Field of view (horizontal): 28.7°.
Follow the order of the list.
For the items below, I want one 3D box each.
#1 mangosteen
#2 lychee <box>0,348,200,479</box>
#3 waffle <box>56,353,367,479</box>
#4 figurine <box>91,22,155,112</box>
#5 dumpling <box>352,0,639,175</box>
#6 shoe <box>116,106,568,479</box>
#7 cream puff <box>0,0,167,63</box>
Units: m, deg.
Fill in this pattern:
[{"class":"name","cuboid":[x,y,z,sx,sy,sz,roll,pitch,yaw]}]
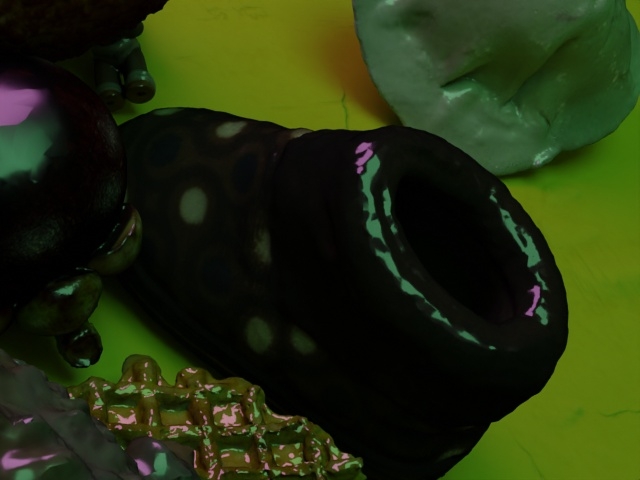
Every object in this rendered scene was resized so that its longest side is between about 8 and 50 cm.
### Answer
[{"class":"mangosteen","cuboid":[-0.214,-0.017,0.876,0.230,0.194,0.194,59,39,-19]},{"class":"lychee","cuboid":[-0.203,0.230,0.519,0.380,0.380,0.432,44,59,12]},{"class":"waffle","cuboid":[-0.100,0.170,0.805,0.238,0.058,0.243,36,42,16]},{"class":"figurine","cuboid":[-0.193,-0.211,1.118,0.147,0.093,0.197,-16,56,-2]},{"class":"dumpling","cuboid":[0.192,-0.224,1.302,0.321,0.270,0.212,3,23,2]},{"class":"shoe","cuboid":[0.000,0.000,0.935,0.384,0.237,0.171,42,43,9]},{"class":"cream puff","cuboid":[-0.214,-0.264,0.963,0.350,0.228,0.350,-15,43,14]}]
